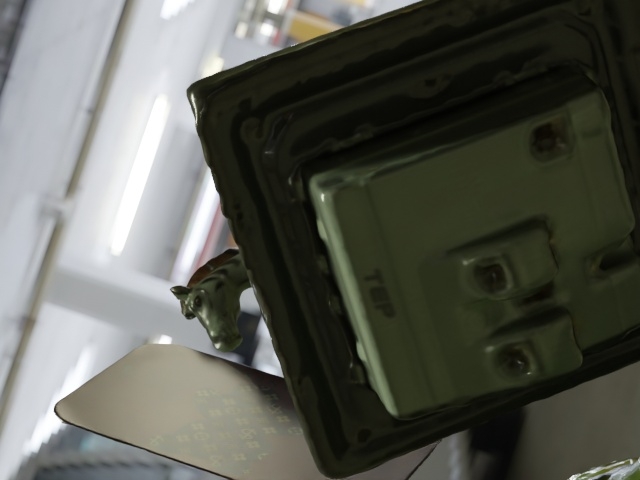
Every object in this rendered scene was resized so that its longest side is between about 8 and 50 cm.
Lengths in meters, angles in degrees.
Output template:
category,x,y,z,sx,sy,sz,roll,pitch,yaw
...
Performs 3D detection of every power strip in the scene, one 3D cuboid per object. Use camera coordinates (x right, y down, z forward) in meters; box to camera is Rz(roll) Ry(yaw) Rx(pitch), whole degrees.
category,x,y,z,sx,sy,sz,roll,pitch,yaw
power strip,0.084,-0.005,1.024,0.092,0.251,0.257,-108,-1,-64

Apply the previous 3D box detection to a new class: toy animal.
category,x,y,z,sx,sy,sz,roll,pitch,yaw
toy animal,0.010,0.005,1.621,0.255,0.170,0.089,-32,-57,-34

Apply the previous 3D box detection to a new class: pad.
category,x,y,z,sx,sy,sz,roll,pitch,yaw
pad,-0.054,0.139,1.445,0.181,0.267,0.004,-34,-44,-61

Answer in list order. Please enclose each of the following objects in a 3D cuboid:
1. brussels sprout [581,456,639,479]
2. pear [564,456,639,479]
category,x,y,z,sx,sy,sz,roll,pitch,yaw
brussels sprout,0.270,0.225,1.029,0.315,0.371,0.275,-7,-86,-64
pear,0.306,0.359,1.610,0.391,0.391,0.391,-161,90,-89
